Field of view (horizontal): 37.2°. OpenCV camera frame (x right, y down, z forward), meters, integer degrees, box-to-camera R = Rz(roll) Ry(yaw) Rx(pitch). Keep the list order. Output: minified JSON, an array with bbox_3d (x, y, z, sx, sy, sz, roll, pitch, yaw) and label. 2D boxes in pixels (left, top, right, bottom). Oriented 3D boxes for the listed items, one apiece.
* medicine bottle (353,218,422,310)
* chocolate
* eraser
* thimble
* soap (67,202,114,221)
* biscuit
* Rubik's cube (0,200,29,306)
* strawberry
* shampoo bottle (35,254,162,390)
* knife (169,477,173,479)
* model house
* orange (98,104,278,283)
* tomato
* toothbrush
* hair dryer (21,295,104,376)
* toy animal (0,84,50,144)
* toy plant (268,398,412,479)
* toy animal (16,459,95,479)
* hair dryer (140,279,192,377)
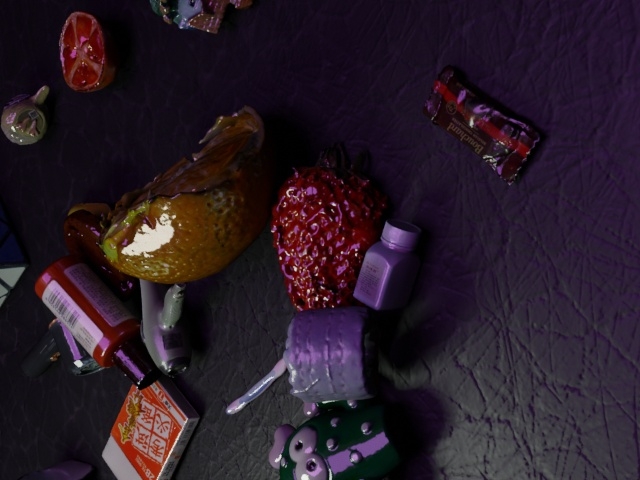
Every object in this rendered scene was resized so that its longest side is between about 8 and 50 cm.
[{"bbox_3d":[0.099,0.033,1.319,0.055,0.074,0.118,30,112,38],"label":"medicine bottle"},{"bbox_3d":[0.204,-0.154,1.240,0.182,0.028,0.086,46,124,29],"label":"chocolate"},{"bbox_3d":[-0.314,0.359,1.741,0.157,0.038,0.230,43,116,34],"label":"eraser"},{"bbox_3d":[0.019,0.158,1.326,0.117,0.151,0.127,-3,63,13],"label":"thimble"},{"bbox_3d":[-0.435,-0.028,1.826,0.140,0.045,0.089,1,94,41],"label":"soap"},{"bbox_3d":[-0.405,0.030,1.761,0.192,0.049,0.192,30,138,32],"label":"biscuit"},{"bbox_3d":[-0.786,0.037,2.050,0.207,0.205,0.205,-49,61,35],"label":"Rubik's cube"},{"bbox_3d":[0.000,0.000,1.388,0.188,0.106,0.286,4,96,44],"label":"strawberry"},{"bbox_3d":[-0.390,0.153,1.711,0.278,0.104,0.104,44,122,17],"label":"shampoo bottle"},{"bbox_3d":[-0.234,0.460,1.700,0.212,0.015,0.054,12,96,43],"label":"knife"},{"bbox_3d":[-0.183,-0.399,1.529,0.148,0.119,0.148,35,116,27],"label":"model house"},{"bbox_3d":[-0.185,-0.061,1.469,0.334,0.196,0.263,-40,28,33],"label":"orange"},{"bbox_3d":[-0.420,-0.351,1.772,0.155,0.069,0.156,8,102,42],"label":"tomato"},{"bbox_3d":[-0.075,0.214,1.526,0.269,0.027,0.021,-43,48,36],"label":"toothbrush"},{"bbox_3d":[-0.528,0.223,1.914,0.352,0.107,0.189,-43,67,45],"label":"hair dryer"},{"bbox_3d":[-0.592,-0.262,1.930,0.098,0.098,0.137,34,98,36],"label":"toy animal"},{"bbox_3d":[0.019,0.319,1.387,0.243,0.112,0.232,-55,46,11],"label":"toy plant"},{"bbox_3d":[-0.537,0.541,1.905,0.138,0.165,0.179,-119,33,-57],"label":"toy animal"},{"bbox_3d":[-0.274,0.090,1.642,0.219,0.088,0.225,-123,31,-42],"label":"hair dryer"}]
